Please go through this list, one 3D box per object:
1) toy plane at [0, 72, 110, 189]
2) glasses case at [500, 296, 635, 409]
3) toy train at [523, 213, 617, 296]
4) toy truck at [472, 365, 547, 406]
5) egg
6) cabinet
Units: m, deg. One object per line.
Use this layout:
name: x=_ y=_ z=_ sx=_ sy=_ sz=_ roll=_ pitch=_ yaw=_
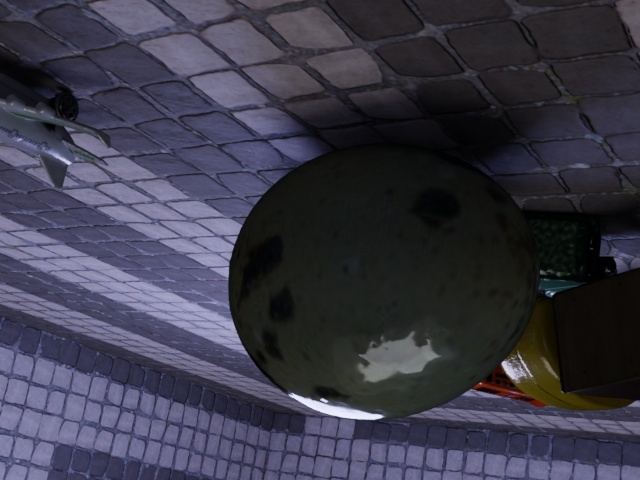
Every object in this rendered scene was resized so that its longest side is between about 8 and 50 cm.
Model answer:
toy plane: x=-0.387 y=-0.158 z=1.133 sx=0.251 sy=0.101 sz=0.255 roll=0 pitch=156 yaw=29
glasses case: x=0.478 y=0.233 z=1.750 sx=0.371 sy=0.173 sz=0.141 roll=23 pitch=154 yaw=-36
toy train: x=0.295 y=0.034 z=1.336 sx=0.270 sy=0.115 sz=0.154 roll=4 pitch=163 yaw=20
toy truck: x=0.467 y=0.317 z=2.111 sx=0.253 sy=0.114 sz=0.107 roll=15 pitch=160 yaw=-14
egg: x=0.075 y=0.047 z=1.128 sx=0.345 sy=0.344 sz=0.428 roll=20 pitch=153 yaw=-30
cabinet: x=0.452 y=0.119 z=1.200 sx=0.175 sy=0.148 sz=0.215 roll=11 pitch=158 yaw=-32
